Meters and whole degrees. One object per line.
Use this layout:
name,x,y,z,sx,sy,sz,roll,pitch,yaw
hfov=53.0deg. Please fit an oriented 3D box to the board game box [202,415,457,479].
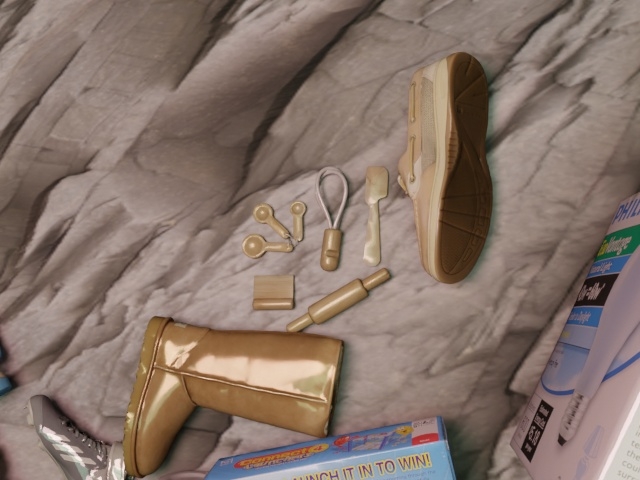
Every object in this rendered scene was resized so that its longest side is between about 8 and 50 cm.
board game box,0.038,0.401,0.793,0.308,0.086,0.301,-13,92,9

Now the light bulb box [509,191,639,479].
light bulb box,0.390,0.131,0.647,0.225,0.358,0.361,25,88,10

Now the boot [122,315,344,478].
boot,-0.118,0.228,0.869,0.270,0.089,0.236,9,92,8

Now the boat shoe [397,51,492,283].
boat shoe,0.158,-0.093,0.854,0.098,0.109,0.302,-4,81,50

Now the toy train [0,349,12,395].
toy train,-0.580,0.217,0.944,0.248,0.105,0.143,-34,79,5

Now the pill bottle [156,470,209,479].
pill bottle,-0.178,0.404,0.855,0.094,0.094,0.169,1,84,11

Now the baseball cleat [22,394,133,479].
baseball cleat,-0.334,0.296,0.919,0.109,0.072,0.206,-30,84,-8

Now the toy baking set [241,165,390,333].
toy baking set,0.002,0.007,0.899,0.256,0.030,0.196,-27,80,7
